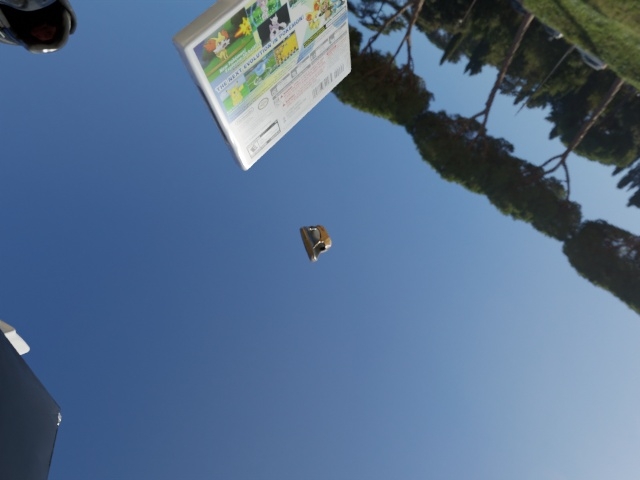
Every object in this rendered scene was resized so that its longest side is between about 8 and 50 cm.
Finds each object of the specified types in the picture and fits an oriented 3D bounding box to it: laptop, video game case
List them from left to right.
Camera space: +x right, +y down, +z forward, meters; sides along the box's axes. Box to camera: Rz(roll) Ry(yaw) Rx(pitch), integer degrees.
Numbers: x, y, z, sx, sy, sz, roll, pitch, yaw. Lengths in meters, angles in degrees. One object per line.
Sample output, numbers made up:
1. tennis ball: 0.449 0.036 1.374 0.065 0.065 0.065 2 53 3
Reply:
1. laptop: -0.326 0.247 0.354 0.136 0.264 0.234 37 -170 -34
2. video game case: -0.069 -0.321 0.726 0.036 0.300 0.329 38 -105 21

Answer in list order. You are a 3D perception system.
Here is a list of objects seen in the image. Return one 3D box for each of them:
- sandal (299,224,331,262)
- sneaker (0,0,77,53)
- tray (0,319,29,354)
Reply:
1. sandal: 0.000 0.000 1.029 0.090 0.060 0.219 68 -166 4
2. sneaker: -0.597 -0.445 0.794 0.185 0.482 0.202 -39 -64 -19
3. tray: -0.552 0.086 0.571 0.270 0.145 0.030 34 -98 -6
